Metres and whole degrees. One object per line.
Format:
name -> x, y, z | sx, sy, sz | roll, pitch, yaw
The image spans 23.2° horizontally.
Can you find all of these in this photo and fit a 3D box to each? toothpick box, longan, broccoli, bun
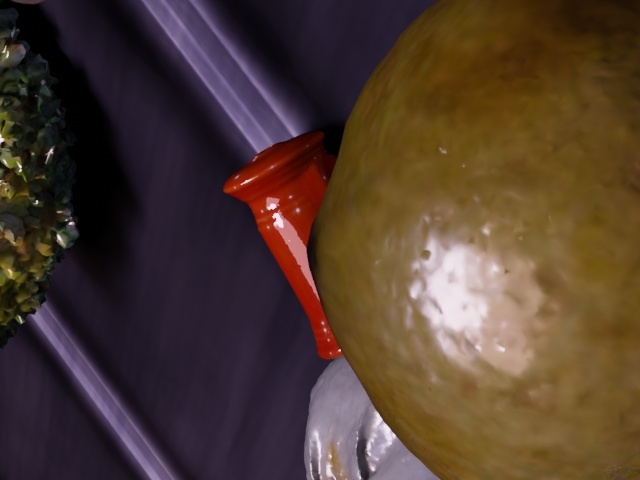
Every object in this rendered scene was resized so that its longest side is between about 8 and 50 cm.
toothpick box -> 0.000, 0.000, 0.612 | 0.083, 0.047, 0.047 | 60, 152, -7
longan -> 0.085, 0.001, 0.395 | 0.176, 0.145, 0.155 | 2, 161, 9
broccoli -> -0.224, -0.025, 0.783 | 0.194, 0.194, 0.219 | 13, 125, 52
bun -> 0.043, 0.104, 0.619 | 0.141, 0.083, 0.141 | 41, 151, 29

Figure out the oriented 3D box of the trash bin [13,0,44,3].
trash bin -> -0.245, -0.173, 0.597 | 0.220, 0.250, 0.219 | 41, 143, 27
